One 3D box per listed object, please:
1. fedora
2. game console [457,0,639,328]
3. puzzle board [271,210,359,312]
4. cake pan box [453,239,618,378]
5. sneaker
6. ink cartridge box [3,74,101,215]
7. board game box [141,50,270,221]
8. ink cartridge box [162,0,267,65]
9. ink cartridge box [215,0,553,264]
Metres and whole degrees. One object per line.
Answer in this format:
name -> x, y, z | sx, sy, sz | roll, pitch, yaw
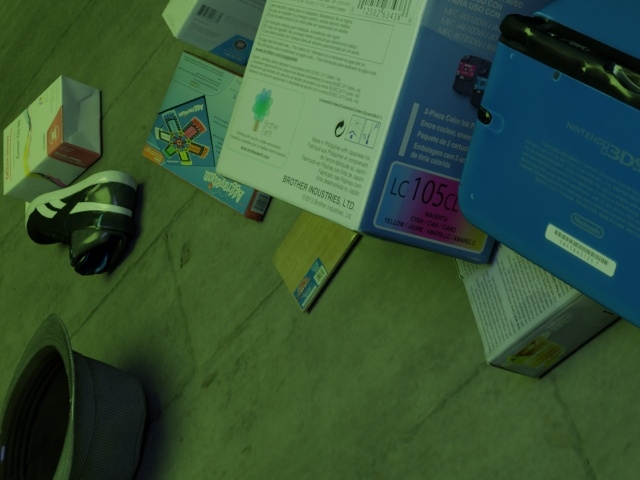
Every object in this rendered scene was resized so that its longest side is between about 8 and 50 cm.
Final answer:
fedora -> -0.285, 0.228, 1.806 | 0.275, 0.124, 0.243 | -63, 33, 26
game console -> 0.280, -0.080, 1.173 | 0.293, 0.173, 0.250 | 35, 120, 44
puzzle board -> 0.000, 0.000, 1.627 | 0.128, 0.011, 0.096 | -56, 39, 21
cake pan box -> 0.210, -0.055, 1.321 | 0.246, 0.070, 0.266 | -42, 44, 31
sneaker -> -0.322, -0.004, 2.000 | 0.217, 0.079, 0.121 | -25, 54, 44
ink cartridge box -> -0.386, -0.127, 2.155 | 0.198, 0.067, 0.115 | -36, 49, 40
board game box -> -0.119, -0.129, 1.831 | 0.281, 0.027, 0.145 | 31, 98, 54
ink cartridge box -> -0.093, -0.307, 1.811 | 0.180, 0.104, 0.060 | -55, 37, 21
ink cartridge box -> 0.078, -0.206, 1.368 | 0.270, 0.151, 0.395 | 24, 100, 56
